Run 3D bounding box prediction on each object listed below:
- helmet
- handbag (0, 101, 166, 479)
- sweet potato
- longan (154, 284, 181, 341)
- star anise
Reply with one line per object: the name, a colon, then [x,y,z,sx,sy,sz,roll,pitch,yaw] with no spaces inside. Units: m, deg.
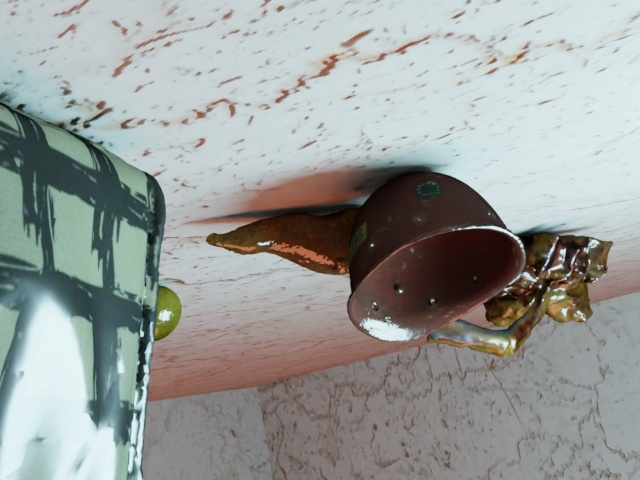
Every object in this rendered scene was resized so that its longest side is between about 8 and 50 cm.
helmet: [0.086,0.005,0.817,0.155,0.106,0.175,-8,143,-12]
handbag: [-0.198,0.088,0.444,0.162,0.327,0.325,-9,168,16]
sweet potato: [0.000,0.003,0.879,0.226,0.068,0.068,-3,167,-18]
longan: [-0.200,0.081,1.103,0.075,0.075,0.083,-15,-150,22]
star anise: [0.260,0.068,1.250,0.346,0.148,0.237,-14,172,-42]
